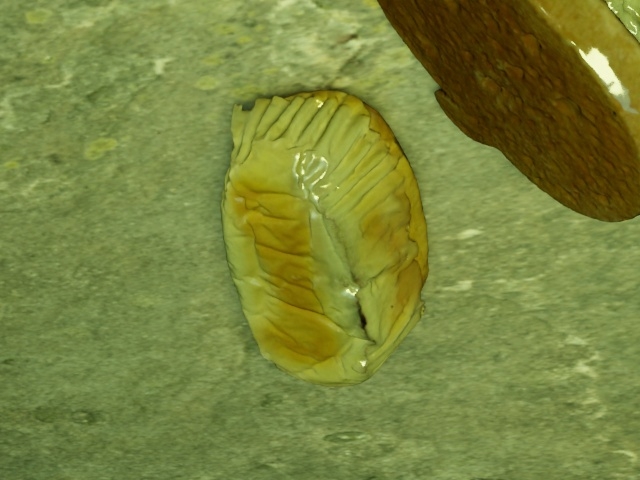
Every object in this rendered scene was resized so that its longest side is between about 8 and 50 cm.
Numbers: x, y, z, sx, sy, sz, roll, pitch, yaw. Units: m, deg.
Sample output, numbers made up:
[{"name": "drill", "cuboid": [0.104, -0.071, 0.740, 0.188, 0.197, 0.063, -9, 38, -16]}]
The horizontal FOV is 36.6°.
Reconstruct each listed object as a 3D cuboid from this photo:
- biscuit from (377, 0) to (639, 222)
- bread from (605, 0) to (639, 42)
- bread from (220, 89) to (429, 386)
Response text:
[{"name": "biscuit", "cuboid": [0.191, -0.183, 0.950, 0.070, 0.350, 0.394, -40, 88, -9]}, {"name": "bread", "cuboid": [0.363, -0.180, 0.940, 0.191, 0.370, 0.314, -36, 119, -12]}, {"name": "bread", "cuboid": [0.012, 0.004, 1.201, 0.236, 0.183, 0.388, 13, 132, 22]}]
